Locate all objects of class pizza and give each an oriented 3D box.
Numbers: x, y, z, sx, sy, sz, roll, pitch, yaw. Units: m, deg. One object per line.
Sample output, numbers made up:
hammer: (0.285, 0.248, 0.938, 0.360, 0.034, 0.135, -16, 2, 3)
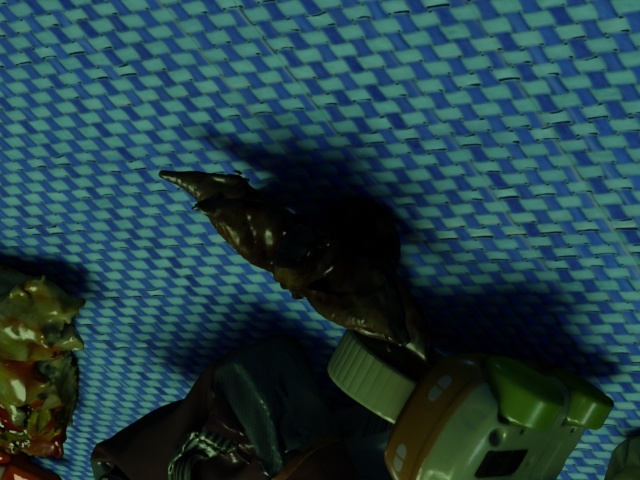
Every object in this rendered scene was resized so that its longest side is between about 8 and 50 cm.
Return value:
pizza: (-0.398, 0.108, 1.595, 0.440, 0.130, 0.406, 36, 149, -24)

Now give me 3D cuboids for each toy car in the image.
toy car: (0.113, 0.141, 1.293, 0.235, 0.145, 0.235, 28, -169, -6)

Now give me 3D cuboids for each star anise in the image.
star anise: (0.000, 0.000, 1.190, 0.272, 0.102, 0.272, 34, 178, 1)

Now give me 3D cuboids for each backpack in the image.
backpack: (-0.068, 0.286, 1.465, 0.283, 0.197, 0.317, -36, 81, 44)

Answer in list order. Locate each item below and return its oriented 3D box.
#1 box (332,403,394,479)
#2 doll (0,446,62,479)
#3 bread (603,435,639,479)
box: (0.085, 0.231, 1.538, 0.155, 0.067, 0.243, 36, 147, -20)
doll: (-0.509, 0.279, 1.963, 0.336, 0.105, 0.200, 27, 150, -11)
bread: (0.374, 0.246, 1.338, 0.236, 0.106, 0.140, -2, 141, 34)
